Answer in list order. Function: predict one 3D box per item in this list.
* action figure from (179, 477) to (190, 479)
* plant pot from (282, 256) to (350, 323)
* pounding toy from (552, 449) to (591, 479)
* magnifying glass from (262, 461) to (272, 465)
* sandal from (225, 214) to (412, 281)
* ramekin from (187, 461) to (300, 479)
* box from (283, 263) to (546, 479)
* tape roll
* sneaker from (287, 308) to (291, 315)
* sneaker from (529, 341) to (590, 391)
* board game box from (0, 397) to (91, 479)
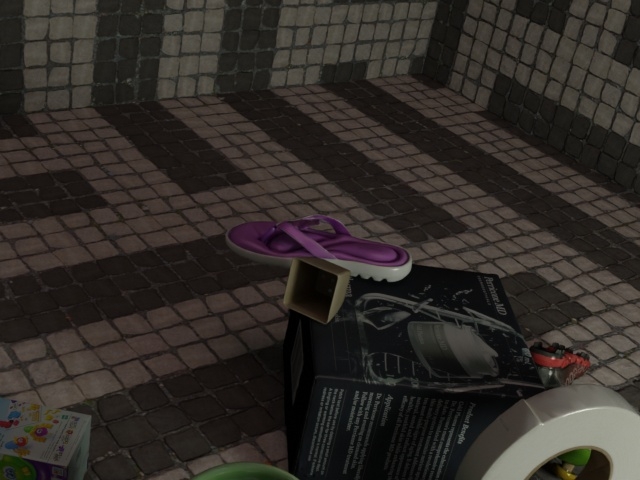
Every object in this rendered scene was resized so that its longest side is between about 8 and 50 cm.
[{"bbox_3d":[-0.237,0.496,1.672,0.275,0.164,0.141,9,68,-13],"label":"action figure"},{"bbox_3d":[0.002,0.091,1.938,0.109,0.109,0.096,22,20,24],"label":"plant pot"},{"bbox_3d":[0.525,0.465,2.072,0.236,0.110,0.183,27,4,-38],"label":"pounding toy"},{"bbox_3d":[-0.067,0.514,1.830,0.092,0.026,0.231,-4,32,-25],"label":"magnifying glass"},{"bbox_3d":[0.000,-0.007,2.104,0.416,0.102,0.169,9,28,-1],"label":"sandal"},{"bbox_3d":[-0.116,0.515,1.488,0.303,0.148,0.304,-4,59,7],"label":"ramekin"},{"bbox_3d":[0.176,0.284,2.053,0.471,0.298,0.480,8,29,-9],"label":"box"},{"bbox_3d":[0.434,0.436,1.769,0.391,0.392,0.072,-1,32,-21],"label":"tape roll"},{"bbox_3d":[-0.029,0.189,2.394,0.118,0.042,0.067,22,26,34],"label":"sneaker"},{"bbox_3d":[0.574,0.322,2.321,0.097,0.135,0.276,17,4,35],"label":"sneaker"},{"bbox_3d":[-0.578,0.391,1.747,0.275,0.142,0.144,12,29,0],"label":"board game box"}]
